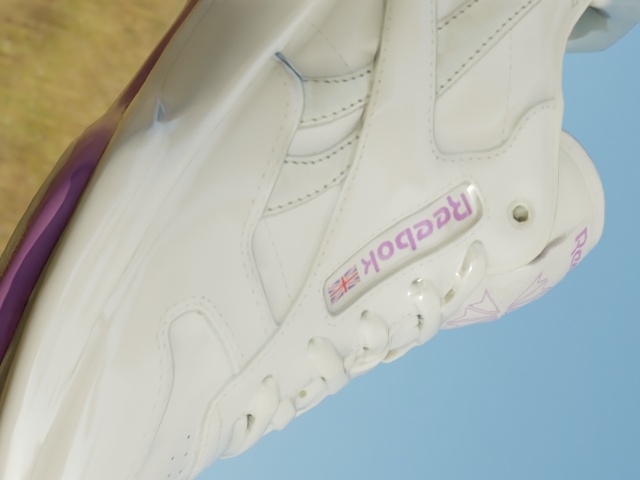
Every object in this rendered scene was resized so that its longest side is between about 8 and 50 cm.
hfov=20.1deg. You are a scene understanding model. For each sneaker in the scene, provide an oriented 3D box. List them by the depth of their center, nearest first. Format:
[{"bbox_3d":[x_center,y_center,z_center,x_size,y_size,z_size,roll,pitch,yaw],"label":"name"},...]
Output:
[{"bbox_3d":[0.000,0.000,0.517,0.305,0.152,0.114,-60,-174,-23],"label":"sneaker"}]
